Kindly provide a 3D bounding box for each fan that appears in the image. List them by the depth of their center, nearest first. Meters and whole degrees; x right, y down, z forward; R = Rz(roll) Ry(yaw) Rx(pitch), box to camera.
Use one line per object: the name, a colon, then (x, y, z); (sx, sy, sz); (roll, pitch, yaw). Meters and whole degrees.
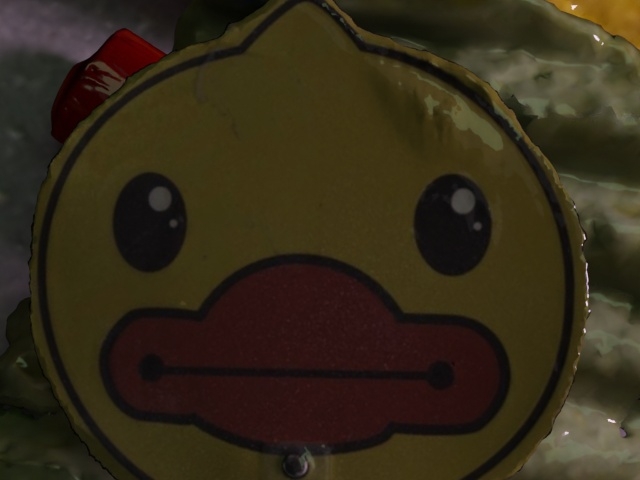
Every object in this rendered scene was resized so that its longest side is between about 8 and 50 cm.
fan: (-0.008, 0.060, 0.622); (0.230, 0.011, 0.335); (0, 87, 7)

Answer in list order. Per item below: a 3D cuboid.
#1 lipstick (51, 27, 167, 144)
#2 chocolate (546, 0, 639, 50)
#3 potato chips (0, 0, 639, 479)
lipstick: (0.001, -0.001, 0.741); (0.280, 0.073, 0.073); (34, 67, -2)
chocolate: (0.021, -0.177, 0.757); (0.445, 0.162, 0.162); (22, 68, -8)
potato chips: (0.052, 0.087, 0.672); (0.389, 0.097, 0.373); (31, 93, 0)
